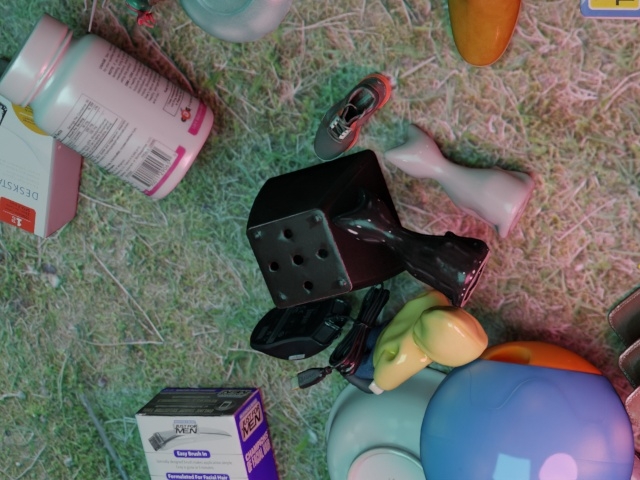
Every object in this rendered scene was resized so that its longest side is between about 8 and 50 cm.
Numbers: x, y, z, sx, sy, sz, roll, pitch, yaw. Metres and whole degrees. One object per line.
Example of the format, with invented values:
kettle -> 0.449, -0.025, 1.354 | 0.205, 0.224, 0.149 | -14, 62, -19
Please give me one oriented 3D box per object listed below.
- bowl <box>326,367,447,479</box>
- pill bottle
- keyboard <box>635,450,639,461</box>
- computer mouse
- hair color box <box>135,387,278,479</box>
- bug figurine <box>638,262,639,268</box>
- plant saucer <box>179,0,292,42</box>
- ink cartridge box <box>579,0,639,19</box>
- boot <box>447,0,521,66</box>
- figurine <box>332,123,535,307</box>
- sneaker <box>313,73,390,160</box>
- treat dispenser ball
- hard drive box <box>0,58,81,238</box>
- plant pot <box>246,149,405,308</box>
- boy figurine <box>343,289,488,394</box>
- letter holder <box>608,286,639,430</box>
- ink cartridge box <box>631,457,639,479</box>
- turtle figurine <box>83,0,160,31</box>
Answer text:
bowl -> 0.127, 0.346, 1.975 | 0.298, 0.134, 0.297 | 8, 112, 20
pill bottle -> -0.311, -0.196, 1.884 | 0.283, 0.160, 0.160 | 33, 121, -17
keyboard -> 0.409, 0.452, 1.956 | 0.317, 0.033, 0.201 | -42, 83, 30
computer mouse -> -0.012, 0.161, 1.927 | 0.262, 0.184, 0.060 | -16, 125, 40
hair color box -> -0.167, 0.413, 2.138 | 0.185, 0.110, 0.338 | -3, 110, 25
bug figurine -> 0.521, -0.019, 1.627 | 0.216, 0.072, 0.279 | 27, 83, 25
plant saucer -> -0.132, -0.374, 1.861 | 0.195, 0.037, 0.194 | 7, 112, 19
ink cartridge box -> 0.513, -0.348, 1.468 | 0.396, 0.270, 0.151 | 6, 117, 20
boot -> 0.185, -0.343, 1.640 | 0.104, 0.211, 0.295 | 12, 114, 19
figurine -> 0.155, -0.046, 1.790 | 0.209, 0.215, 0.092 | 30, 152, 12
sneaker -> 0.034, -0.172, 1.853 | 0.061, 0.065, 0.158 | 40, 119, 4
treat dispenser ball -> 0.279, 0.279, 1.777 | 0.288, 0.288, 0.288 | 8, 112, 20
hard drive box -> -0.472, -0.147, 2.050 | 0.181, 0.089, 0.232 | 20, 122, 15
plant pot -> 0.000, 0.000, 1.876 | 0.188, 0.167, 0.187 | -15, 104, 26
boy figurine -> 0.135, 0.137, 1.843 | 0.092, 0.177, 0.285 | 41, 151, -14
letter holder -> 0.534, 0.126, 1.711 | 0.302, 0.152, 0.214 | -35, 92, 29
ink cartridge box -> 0.442, 0.431, 1.829 | 0.224, 0.056, 0.181 | 48, 123, 40
turtle figurine -> -0.247, -0.399, 1.839 | 0.118, 0.175, 0.234 | 23, 120, -15
